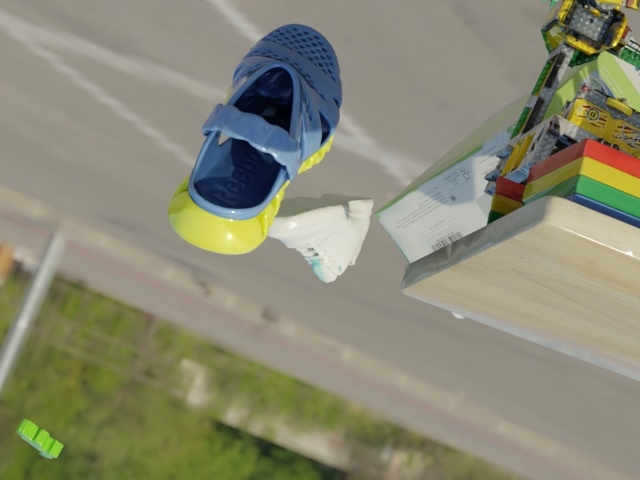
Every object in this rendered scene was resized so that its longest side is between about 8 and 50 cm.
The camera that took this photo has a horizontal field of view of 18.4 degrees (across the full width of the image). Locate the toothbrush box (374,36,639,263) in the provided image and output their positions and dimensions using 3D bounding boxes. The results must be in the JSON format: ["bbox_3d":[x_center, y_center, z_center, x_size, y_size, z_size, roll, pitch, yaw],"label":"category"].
[{"bbox_3d":[0.219,-0.078,2.033,0.206,0.283,0.122,-32,96,39],"label":"toothbrush box"}]

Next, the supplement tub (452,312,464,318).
[{"bbox_3d":[0.196,0.047,2.204,0.107,0.071,0.071,-9,164,18],"label":"supplement tub"}]

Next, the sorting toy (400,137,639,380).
[{"bbox_3d":[0.235,0.018,1.571,0.257,0.089,0.255,20,160,-17],"label":"sorting toy"}]

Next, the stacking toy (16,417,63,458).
[{"bbox_3d":[-0.302,0.324,2.171,0.052,0.167,0.221,0,142,46],"label":"stacking toy"}]

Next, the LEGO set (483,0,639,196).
[{"bbox_3d":[0.308,-0.085,1.708,0.331,0.255,0.192,36,169,-3],"label":"LEGO set"}]

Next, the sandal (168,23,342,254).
[{"bbox_3d":[-0.046,-0.125,1.966,0.126,0.317,0.138,20,132,0],"label":"sandal"}]

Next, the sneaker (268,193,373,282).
[{"bbox_3d":[0.000,0.000,2.146,0.080,0.094,0.212,7,-174,27],"label":"sneaker"}]
